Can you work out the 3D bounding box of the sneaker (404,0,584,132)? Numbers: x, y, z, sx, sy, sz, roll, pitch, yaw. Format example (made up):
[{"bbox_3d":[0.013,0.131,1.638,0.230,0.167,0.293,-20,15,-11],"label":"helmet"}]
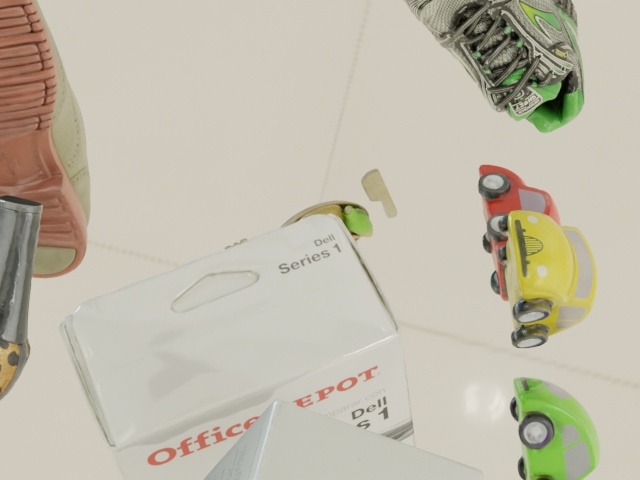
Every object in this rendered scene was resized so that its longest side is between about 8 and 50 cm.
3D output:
[{"bbox_3d":[0.196,-0.213,1.472,0.134,0.343,0.146,-26,65,27],"label":"sneaker"}]

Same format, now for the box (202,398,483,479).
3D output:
[{"bbox_3d":[-0.016,0.161,0.590,0.091,0.170,0.130,20,61,-9],"label":"box"}]

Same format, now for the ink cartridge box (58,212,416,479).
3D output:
[{"bbox_3d":[-0.034,0.108,0.791,0.160,0.092,0.219,-22,142,-9],"label":"ink cartridge box"}]

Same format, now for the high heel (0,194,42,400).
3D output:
[{"bbox_3d":[-0.362,0.037,1.210,0.261,0.093,0.186,12,97,19],"label":"high heel"}]

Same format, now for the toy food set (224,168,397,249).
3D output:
[{"bbox_3d":[0.000,0.000,1.617,0.192,0.132,0.038,-27,62,4],"label":"toy food set"}]

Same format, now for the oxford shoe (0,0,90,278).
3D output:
[{"bbox_3d":[-0.325,-0.152,1.490,0.140,0.146,0.397,-1,128,3],"label":"oxford shoe"}]

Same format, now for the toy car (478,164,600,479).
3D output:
[{"bbox_3d":[0.143,0.072,0.898,0.053,0.239,0.225,-8,100,3],"label":"toy car"}]
